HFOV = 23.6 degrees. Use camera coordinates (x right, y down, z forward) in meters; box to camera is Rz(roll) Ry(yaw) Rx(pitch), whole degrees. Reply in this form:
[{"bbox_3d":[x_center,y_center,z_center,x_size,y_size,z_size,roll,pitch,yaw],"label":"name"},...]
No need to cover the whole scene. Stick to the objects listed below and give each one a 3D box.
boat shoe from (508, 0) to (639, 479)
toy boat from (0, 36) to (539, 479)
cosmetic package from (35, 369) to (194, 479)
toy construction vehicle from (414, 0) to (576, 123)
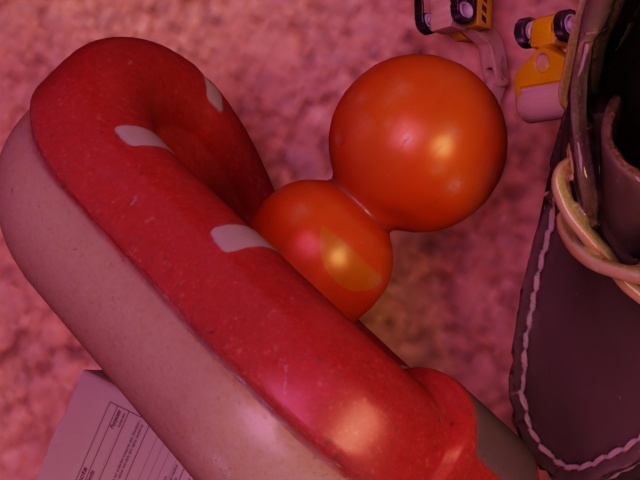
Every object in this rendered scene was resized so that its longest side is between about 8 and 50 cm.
[{"bbox_3d":[0.116,-0.034,0.454,0.109,0.091,0.305,43,132,30],"label":"boat shoe"},{"bbox_3d":[0.000,0.000,0.512,0.151,0.151,0.231,-47,51,0],"label":"toy boat"},{"bbox_3d":[-0.047,0.098,0.585,0.115,0.041,0.060,25,92,19],"label":"cosmetic package"},{"bbox_3d":[0.076,-0.087,0.555,0.086,0.035,0.098,-11,79,50],"label":"toy construction vehicle"}]
